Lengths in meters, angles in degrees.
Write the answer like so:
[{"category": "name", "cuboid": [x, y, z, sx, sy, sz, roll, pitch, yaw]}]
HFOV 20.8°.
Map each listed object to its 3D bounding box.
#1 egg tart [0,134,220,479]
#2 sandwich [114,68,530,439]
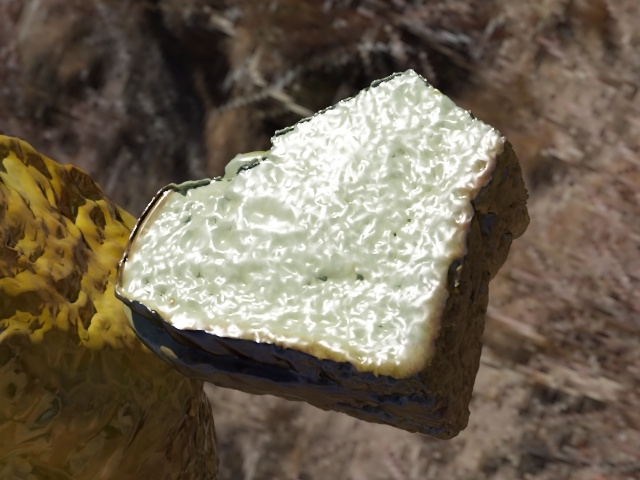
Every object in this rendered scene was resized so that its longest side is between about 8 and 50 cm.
[{"category": "egg tart", "cuboid": [-0.169, 0.033, 0.837, 0.153, 0.351, 0.339, -43, 17, 18]}, {"category": "sandwich", "cuboid": [0.000, 0.000, 0.463, 0.104, 0.036, 0.093, 6, 63, 24]}]
